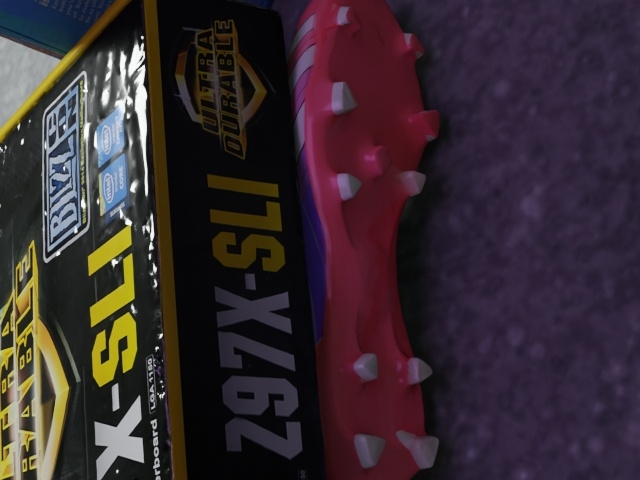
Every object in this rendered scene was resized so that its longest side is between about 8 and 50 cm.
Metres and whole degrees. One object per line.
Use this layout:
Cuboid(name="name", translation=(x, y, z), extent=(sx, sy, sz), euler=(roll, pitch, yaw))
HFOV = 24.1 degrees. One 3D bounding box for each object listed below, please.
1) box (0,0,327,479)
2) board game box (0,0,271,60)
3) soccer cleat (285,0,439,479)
Cuboid(name="box", translation=(-0.097, 0.080, 0.699), extent=(0.257, 0.079, 0.322), euler=(-30, 59, 51))
Cuboid(name="board game box", translation=(-0.102, -0.164, 0.731), extent=(0.047, 0.210, 0.160), euler=(19, 90, 41))
Cuboid(name="soccer cleat", translation=(0.000, 0.000, 0.692), extent=(0.095, 0.083, 0.248), euler=(-15, 72, 41))
